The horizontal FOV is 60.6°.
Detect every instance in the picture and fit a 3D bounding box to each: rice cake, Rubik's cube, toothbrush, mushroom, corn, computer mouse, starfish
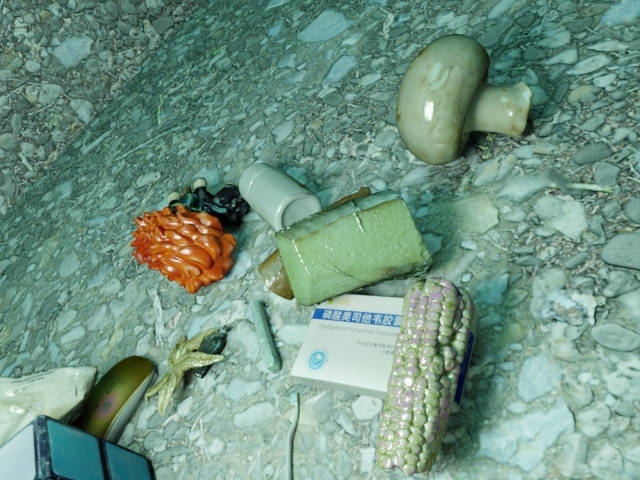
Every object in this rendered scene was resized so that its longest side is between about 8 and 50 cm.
[{"bbox_3d":[-0.131,0.220,1.278,0.033,0.033,0.207,-35,42,9],"label":"rice cake"},{"bbox_3d":[-0.513,0.579,1.036,0.313,0.318,0.316,-41,43,0],"label":"Rubik's cube"},{"bbox_3d":[-0.057,0.398,1.084,0.022,0.017,0.204,-11,48,15],"label":"toothbrush"},{"bbox_3d":[0.324,-0.307,1.244,0.290,0.297,0.297,18,65,18],"label":"mushroom"},{"bbox_3d":[0.174,0.216,0.903,0.127,0.126,0.334,-3,56,34],"label":"corn"},{"bbox_3d":[-0.532,0.428,1.366,0.158,0.072,0.310,11,63,43],"label":"computer mouse"},{"bbox_3d":[-0.335,0.302,1.323,0.277,0.062,0.235,-36,26,27],"label":"starfish"}]

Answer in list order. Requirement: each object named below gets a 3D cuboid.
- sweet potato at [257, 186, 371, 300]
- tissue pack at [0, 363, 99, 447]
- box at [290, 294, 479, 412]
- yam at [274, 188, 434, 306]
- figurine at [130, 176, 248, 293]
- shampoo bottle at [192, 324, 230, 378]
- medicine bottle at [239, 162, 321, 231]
[{"bbox_3d":[0.002,0.001,1.301,0.337,0.131,0.131,-41,41,-7],"label":"sweet potato"},{"bbox_3d":[-0.712,0.432,1.208,0.195,0.376,0.390,54,123,25],"label":"tissue pack"},{"bbox_3d":[0.121,0.208,1.081,0.344,0.065,0.200,0,55,36],"label":"box"},{"bbox_3d":[0.057,0.024,1.148,0.272,0.202,0.201,-19,-3,-11],"label":"yam"},{"bbox_3d":[-0.354,-0.036,1.549,0.307,0.241,0.411,5,36,12],"label":"figurine"},{"bbox_3d":[-0.263,0.270,1.335,0.048,0.027,0.137,3,57,48],"label":"shampoo bottle"},{"bbox_3d":[-0.115,-0.113,1.470,0.144,0.144,0.252,-45,44,-6],"label":"medicine bottle"}]
